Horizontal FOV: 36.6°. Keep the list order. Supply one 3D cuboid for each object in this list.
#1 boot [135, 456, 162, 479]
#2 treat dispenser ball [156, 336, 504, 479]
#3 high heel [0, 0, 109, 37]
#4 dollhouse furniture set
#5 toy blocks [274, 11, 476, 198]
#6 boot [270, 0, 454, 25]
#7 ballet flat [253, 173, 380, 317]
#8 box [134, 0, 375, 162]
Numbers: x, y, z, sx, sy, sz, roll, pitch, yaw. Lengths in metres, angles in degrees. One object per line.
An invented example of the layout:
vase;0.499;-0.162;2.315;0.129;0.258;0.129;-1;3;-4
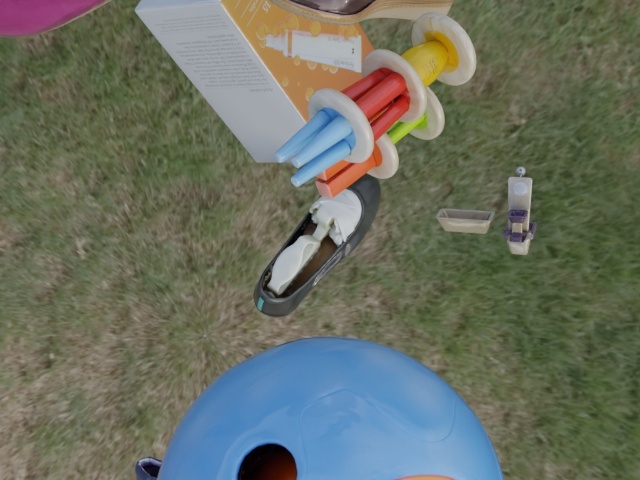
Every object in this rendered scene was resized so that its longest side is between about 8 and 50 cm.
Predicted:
boot;-0.176;0.346;1.221;0.069;0.190;0.086;-19;116;-43
treat dispenser ball;0.008;0.223;0.789;0.288;0.288;0.288;1;84;-7
high heel;-0.157;-0.135;0.352;0.244;0.117;0.082;-1;66;26
dollhouse furniture set;0.185;-0.040;1.098;0.114;0.091;0.081;4;114;18
toy blocks;0.025;-0.070;0.634;0.148;0.123;0.054;-39;77;-26
boot;0.066;-0.358;1.114;0.248;0.090;0.207;-3;126;-21
ballet flat;0.000;0.000;1.473;0.095;0.096;0.280;34;80;14
box;-0.079;-0.304;1.463;0.168;0.345;0.215;5;59;36
